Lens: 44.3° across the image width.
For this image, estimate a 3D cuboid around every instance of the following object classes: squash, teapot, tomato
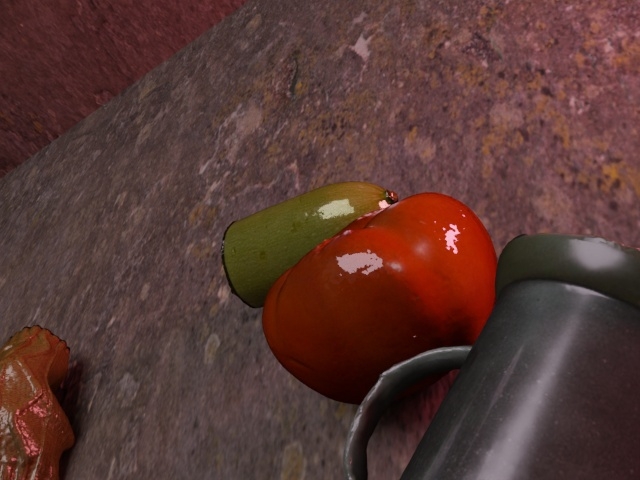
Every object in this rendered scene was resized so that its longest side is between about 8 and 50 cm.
[{"bbox_3d":[0.000,0.000,1.025,0.247,0.132,0.133,-18,38,33],"label":"squash"},{"bbox_3d":[0.129,0.177,0.580,0.270,0.200,0.337,14,62,41],"label":"teapot"},{"bbox_3d":[0.065,0.063,0.796,0.259,0.180,0.260,-34,-3,-2],"label":"tomato"}]

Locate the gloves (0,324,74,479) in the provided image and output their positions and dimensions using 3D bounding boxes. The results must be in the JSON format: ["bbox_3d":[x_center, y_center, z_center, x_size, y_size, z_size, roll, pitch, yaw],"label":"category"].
[{"bbox_3d":[-0.481,0.275,1.196,0.203,0.155,0.356,-38,34,15],"label":"gloves"}]
